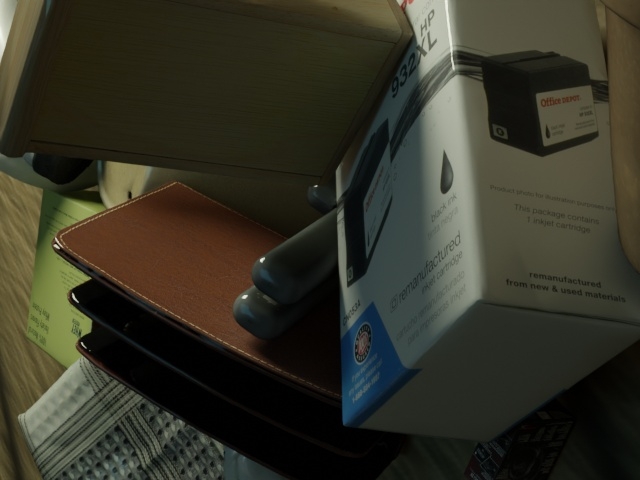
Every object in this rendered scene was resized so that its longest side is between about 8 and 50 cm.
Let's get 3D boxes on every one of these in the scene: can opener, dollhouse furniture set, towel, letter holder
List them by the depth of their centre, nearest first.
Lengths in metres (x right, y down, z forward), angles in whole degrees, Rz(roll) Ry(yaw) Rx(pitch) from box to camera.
[{"bbox_3d":[-0.129,-0.245,0.938,0.362,0.256,0.394,-59,37,38],"label":"dollhouse furniture set"},{"bbox_3d":[0.000,0.000,1.003,0.093,0.280,0.074,31,119,9],"label":"can opener"},{"bbox_3d":[-0.076,0.097,1.018,0.302,0.214,0.152,27,115,16],"label":"letter holder"},{"bbox_3d":[-0.185,0.256,1.293,0.324,0.056,0.312,-39,73,31],"label":"towel"}]

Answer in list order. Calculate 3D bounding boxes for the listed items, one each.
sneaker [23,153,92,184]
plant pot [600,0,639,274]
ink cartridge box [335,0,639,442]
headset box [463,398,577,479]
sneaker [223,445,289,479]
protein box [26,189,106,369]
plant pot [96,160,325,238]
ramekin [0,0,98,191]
[{"bbox_3d":[-0.320,-0.276,1.341,0.169,0.257,0.447,123,164,-54],"label":"sneaker"},{"bbox_3d":[0.257,-0.083,0.652,0.263,0.263,0.229,49,144,45],"label":"plant pot"},{"bbox_3d":[0.106,-0.038,0.859,0.223,0.129,0.307,125,149,-55],"label":"ink cartridge box"},{"bbox_3d":[0.154,0.165,0.922,0.032,0.062,0.083,49,128,46],"label":"headset box"},{"bbox_3d":[0.005,0.263,1.084,0.153,0.094,0.235,-6,100,47],"label":"sneaker"},{"bbox_3d":[-0.261,0.052,1.478,0.200,0.136,0.201,20,105,54],"label":"protein box"},{"bbox_3d":[-0.122,-0.084,1.233,0.284,0.191,0.284,-7,82,56],"label":"plant pot"},{"bbox_3d":[-0.323,-0.213,1.476,0.135,0.277,0.277,-34,60,41],"label":"ramekin"}]
